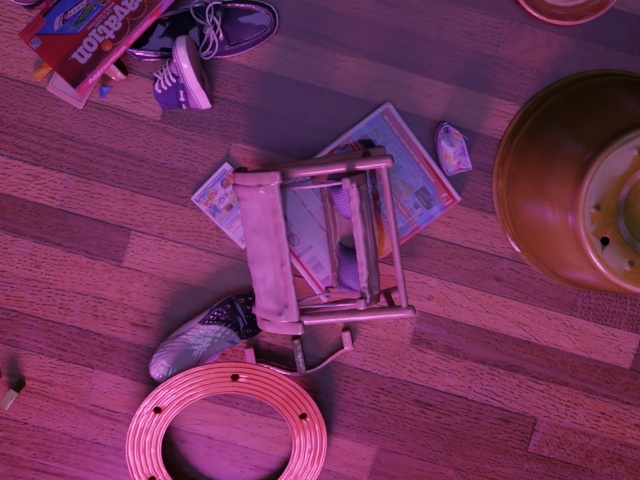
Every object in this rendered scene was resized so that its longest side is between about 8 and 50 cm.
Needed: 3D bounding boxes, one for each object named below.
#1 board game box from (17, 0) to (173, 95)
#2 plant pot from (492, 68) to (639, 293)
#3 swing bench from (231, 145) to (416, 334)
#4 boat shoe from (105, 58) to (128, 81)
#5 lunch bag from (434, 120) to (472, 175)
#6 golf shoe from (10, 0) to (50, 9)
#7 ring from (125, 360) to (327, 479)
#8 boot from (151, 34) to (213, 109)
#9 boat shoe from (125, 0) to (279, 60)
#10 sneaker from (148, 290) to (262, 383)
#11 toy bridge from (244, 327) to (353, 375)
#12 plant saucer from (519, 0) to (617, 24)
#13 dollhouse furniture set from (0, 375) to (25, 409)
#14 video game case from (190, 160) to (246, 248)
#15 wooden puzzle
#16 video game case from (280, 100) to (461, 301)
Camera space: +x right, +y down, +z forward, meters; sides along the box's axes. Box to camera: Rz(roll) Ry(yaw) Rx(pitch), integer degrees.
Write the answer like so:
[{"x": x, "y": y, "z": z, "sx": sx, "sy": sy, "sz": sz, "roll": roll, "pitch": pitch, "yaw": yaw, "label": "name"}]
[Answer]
[{"x": -0.324, "y": -0.372, "z": 1.729, "sx": 0.145, "sy": 0.027, "sz": 0.281, "roll": 43, "pitch": 87, "yaw": 15, "label": "board game box"}, {"x": 0.463, "y": -0.069, "z": 1.658, "sx": 0.366, "sy": 0.353, "sz": 0.367, "roll": 0, "pitch": 99, "yaw": 1, "label": "plant pot"}, {"x": 0.000, "y": 0.000, "z": 1.734, "sx": 0.254, "sy": 0.165, "sz": 0.253, "roll": -9, "pitch": 100, "yaw": 0, "label": "swing bench"}, {"x": -0.375, "y": -0.301, "z": 1.779, "sx": 0.153, "sy": 0.056, "sz": 0.048, "roll": 39, "pitch": 105, "yaw": -3, "label": "boat shoe"}, {"x": 0.212, "y": -0.152, "z": 1.788, "sx": 0.053, "sy": 0.071, "sz": 0.083, "roll": -18, "pitch": 98, "yaw": 1, "label": "lunch bag"}, {"x": -0.396, "y": -0.475, "z": 1.717, "sx": 0.105, "sy": 0.120, "sz": 0.273, "roll": 35, "pitch": 97, "yaw": -3, "label": "golf shoe"}, {"x": -0.156, "y": 0.341, "z": 1.857, "sx": 0.336, "sy": 0.032, "sz": 0.337, "roll": -3, "pitch": 115, "yaw": -6, "label": "ring"}, {"x": -0.226, "y": -0.252, "z": 1.723, "sx": 0.086, "sy": 0.190, "sz": 0.069, "roll": -7, "pitch": 68, "yaw": 3, "label": "boot"}, {"x": -0.193, "y": -0.334, "z": 1.757, "sx": 0.254, "sy": 0.079, "sz": 0.095, "roll": -4, "pitch": 100, "yaw": 1, "label": "boat shoe"}, {"x": -0.183, "y": 0.156, "z": 1.846, "sx": 0.237, "sy": 0.086, "sz": 0.085, "roll": -32, "pitch": 98, "yaw": -9, "label": "sneaker"}, {"x": -0.036, "y": 0.194, "z": 1.871, "sx": 0.188, "sy": 0.026, "sz": 0.063, "roll": -11, "pitch": 100, "yaw": 3, "label": "toy bridge"}, {"x": 0.391, "y": -0.442, "z": 1.756, "sx": 0.199, "sy": 0.037, "sz": 0.200, "roll": 0, "pitch": 100, "yaw": 1, "label": "plant saucer"}, {"x": -0.574, "y": 0.222, "z": 1.864, "sx": 0.151, "sy": 0.058, "sz": 0.076, "roll": 37, "pitch": 97, "yaw": -6, "label": "dollhouse furniture set"}, {"x": -0.141, "y": -0.058, "z": 1.837, "sx": 0.122, "sy": 0.011, "sz": 0.087, "roll": 44, "pitch": 97, "yaw": -7, "label": "video game case"}, {"x": -0.402, "y": -0.261, "z": 1.806, "sx": 0.116, "sy": 0.014, "sz": 0.078, "roll": 37, "pitch": 102, "yaw": -5, "label": "wooden puzzle"}, {"x": 0.058, "y": -0.062, "z": 1.822, "sx": 0.285, "sy": 0.025, "sz": 0.204, "roll": -37, "pitch": 98, "yaw": 4, "label": "video game case"}]
